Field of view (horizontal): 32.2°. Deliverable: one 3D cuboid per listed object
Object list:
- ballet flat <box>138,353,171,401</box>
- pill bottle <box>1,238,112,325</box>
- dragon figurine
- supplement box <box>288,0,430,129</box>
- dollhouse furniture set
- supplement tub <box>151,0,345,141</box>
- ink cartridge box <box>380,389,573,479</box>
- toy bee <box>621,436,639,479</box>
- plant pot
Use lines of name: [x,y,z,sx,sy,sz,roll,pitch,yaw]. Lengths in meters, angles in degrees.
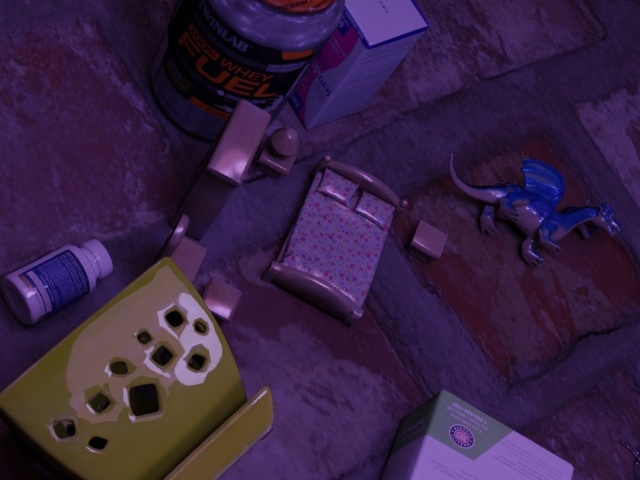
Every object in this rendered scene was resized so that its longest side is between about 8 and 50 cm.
ballet flat: [-0.188,0.148,1.320,0.057,0.052,0.168,1,65,-24]
pill bottle: [-0.308,0.045,1.309,0.120,0.067,0.067,-31,80,-34]
dragon figurine: [0.307,-0.061,1.643,0.289,0.085,0.144,34,55,-6]
supplement box: [0.036,-0.266,1.541,0.114,0.220,0.111,-24,76,-31]
dollhouse furniture set: [0.000,0.000,1.414,0.355,0.174,0.303,28,56,-9]
supplement tub: [-0.091,-0.279,1.429,0.193,0.316,0.193,11,60,-19]
ink cartridge box: [0.151,0.386,1.314,0.207,0.119,0.353,31,55,-8]
toy bee: [0.351,0.399,1.323,0.162,0.195,0.298,-6,66,-24]
plant pot: [-0.182,0.182,1.171,0.228,0.227,0.207,-42,85,-17]
